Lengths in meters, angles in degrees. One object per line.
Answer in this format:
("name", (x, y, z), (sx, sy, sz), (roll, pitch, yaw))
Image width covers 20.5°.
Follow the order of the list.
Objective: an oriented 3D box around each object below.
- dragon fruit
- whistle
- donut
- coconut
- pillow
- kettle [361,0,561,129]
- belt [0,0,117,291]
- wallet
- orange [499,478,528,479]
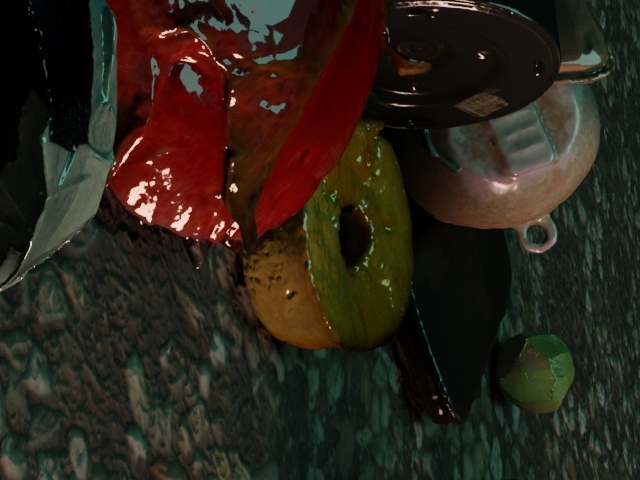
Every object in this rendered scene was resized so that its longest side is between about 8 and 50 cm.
("dragon fruit", (-0.031, -0.132, 1.050), (0.343, 0.100, 0.282), (-28, 114, -49))
("whistle", (0.124, -0.150, 1.519), (0.347, 0.189, 0.189), (68, 20, 3))
("donut", (-0.001, -0.001, 1.248), (0.190, 0.075, 0.174), (-40, 123, -61))
("coconut", (0.218, 0.132, 1.791), (0.082, 0.083, 0.081), (-53, 156, 4))
("pillow", (0.157, -0.216, 1.450), (0.034, 0.135, 0.211), (115, -37, -62))
("kettle", (0.044, -0.265, 1.334), (0.203, 0.262, 0.308), (124, -31, -64))
("belt", (-0.159, -0.068, 0.725), (0.078, 0.151, 0.198), (-47, 130, -65))
("wallet", (0.123, 0.033, 1.611), (0.309, 0.042, 0.165), (-60, 138, -59))
("orange", (0.099, 0.320, 1.264), (0.334, 0.196, 0.262), (-52, 148, -56))
